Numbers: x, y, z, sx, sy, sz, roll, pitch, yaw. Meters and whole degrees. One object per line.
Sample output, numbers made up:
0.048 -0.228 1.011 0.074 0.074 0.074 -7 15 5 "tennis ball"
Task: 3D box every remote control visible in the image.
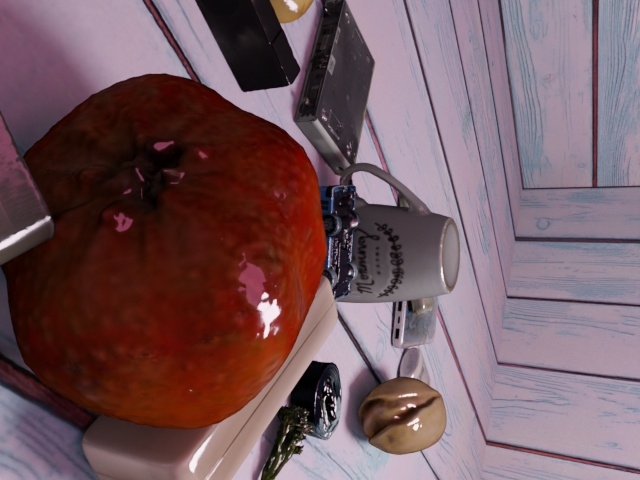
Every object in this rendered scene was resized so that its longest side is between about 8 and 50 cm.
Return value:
0.240 0.032 1.357 0.090 0.038 0.310 2 79 -59 "remote control"

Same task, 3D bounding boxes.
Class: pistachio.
0.185 0.387 1.191 0.162 0.181 0.293 60 14 23 "pistachio"

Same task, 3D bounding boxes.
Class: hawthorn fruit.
-0.129 0.029 0.503 0.330 0.286 0.287 95 11 -60 "hawthorn fruit"

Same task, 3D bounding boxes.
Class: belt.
-0.003 0.275 0.929 0.105 0.058 0.140 -26 115 -59 "belt"

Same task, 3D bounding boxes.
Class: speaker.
-0.104 -0.295 0.687 0.218 0.082 0.044 63 39 -43 "speaker"

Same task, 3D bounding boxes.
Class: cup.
0.117 -0.013 0.964 0.186 0.233 0.258 -31 117 -58 "cup"

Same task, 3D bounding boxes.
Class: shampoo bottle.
0.262 0.388 1.445 0.108 0.051 0.221 -64 144 -40 "shampoo bottle"

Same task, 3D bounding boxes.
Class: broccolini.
-0.061 0.354 0.824 0.074 0.058 0.201 50 47 -42 "broccolini"

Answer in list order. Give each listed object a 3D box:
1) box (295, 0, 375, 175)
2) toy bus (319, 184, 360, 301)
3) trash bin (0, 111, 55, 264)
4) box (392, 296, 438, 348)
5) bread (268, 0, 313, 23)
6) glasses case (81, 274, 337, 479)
0.037 -0.283 0.996 0.211 0.045 0.271 46 51 -55 "box"
0.000 0.000 0.873 0.090 0.106 0.185 -11 106 -58 "toy bus"
-0.291 0.003 0.260 0.240 0.163 0.122 -49 133 -49 "trash bin"
0.257 0.210 1.441 0.285 0.044 0.142 13 84 -61 "box"
-0.056 -0.400 0.756 0.217 0.098 0.147 -64 142 -42 "bread"
-0.106 0.152 0.639 0.336 0.143 0.076 -47 132 -50 "glasses case"
